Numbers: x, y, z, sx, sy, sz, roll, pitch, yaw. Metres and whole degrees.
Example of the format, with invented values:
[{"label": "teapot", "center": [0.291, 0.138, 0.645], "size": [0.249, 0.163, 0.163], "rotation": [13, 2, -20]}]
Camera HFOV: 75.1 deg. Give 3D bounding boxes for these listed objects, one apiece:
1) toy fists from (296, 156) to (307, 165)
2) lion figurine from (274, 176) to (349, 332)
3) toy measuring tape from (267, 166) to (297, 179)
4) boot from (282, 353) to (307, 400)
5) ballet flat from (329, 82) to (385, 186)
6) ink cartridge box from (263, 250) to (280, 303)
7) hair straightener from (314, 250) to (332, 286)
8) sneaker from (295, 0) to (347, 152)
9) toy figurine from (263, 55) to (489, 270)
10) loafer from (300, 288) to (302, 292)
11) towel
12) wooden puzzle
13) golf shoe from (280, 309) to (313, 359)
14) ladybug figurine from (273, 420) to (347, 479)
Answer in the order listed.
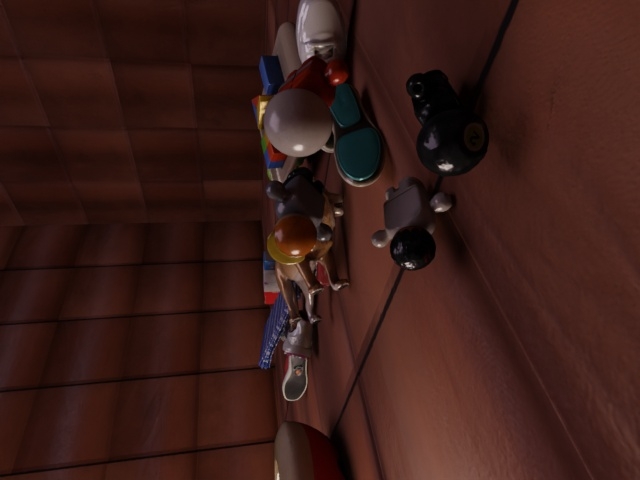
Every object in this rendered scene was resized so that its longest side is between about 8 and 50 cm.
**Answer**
[{"label": "toy fists", "center": [-0.077, -0.374, 1.294], "size": [0.142, 0.096, 0.278], "rotation": [-120, 31, -59]}, {"label": "lion figurine", "center": [-0.050, 0.051, 0.995], "size": [0.240, 0.142, 0.392], "rotation": [64, 143, 23]}, {"label": "toy measuring tape", "center": [-0.147, -0.213, 1.618], "size": [0.121, 0.122, 0.329], "rotation": [150, 118, -77]}, {"label": "boot", "center": [-0.100, 0.466, 1.587], "size": [0.176, 0.089, 0.244], "rotation": [-118, 35, -69]}, {"label": "ballet flat", "center": [0.062, -0.171, 0.715], "size": [0.086, 0.086, 0.248], "rotation": [104, 162, -54]}, {"label": "ink cartridge box", "center": [-0.173, 0.156, 1.755], "size": [0.078, 0.134, 0.230], "rotation": [-110, 22, -55]}, {"label": "hair straightener", "center": [0.000, 0.000, 1.074], "size": [0.089, 0.047, 0.230], "rotation": [-117, 22, -66]}, {"label": "sneaker", "center": [0.018, -0.324, 0.831], "size": [0.169, 0.108, 0.292], "rotation": [-107, 9, -48]}, {"label": "toy figurine", "center": [0.045, -0.071, 0.434], "size": [0.148, 0.213, 0.209], "rotation": [-84, 2, -50]}, {"label": "loafer", "center": [-0.069, 0.162, 1.505], "size": [0.045, 0.039, 0.125], "rotation": [54, 168, 3]}, {"label": "towel", "center": [-0.133, 0.246, 1.429], "size": [0.243, 0.040, 0.335], "rotation": [-93, 26, -62]}, {"label": "wooden puzzle", "center": [-0.123, -0.364, 1.170], "size": [0.348, 0.081, 0.321], "rotation": [138, 121, -61]}, {"label": "golf shoe", "center": [-0.076, 0.297, 1.426], "size": [0.306, 0.115, 0.140], "rotation": [-161, 84, -76]}, {"label": "ladybug figurine", "center": [-0.015, 0.630, 0.975], "size": [0.449, 0.162, 0.304], "rotation": [-108, 19, -52]}]
